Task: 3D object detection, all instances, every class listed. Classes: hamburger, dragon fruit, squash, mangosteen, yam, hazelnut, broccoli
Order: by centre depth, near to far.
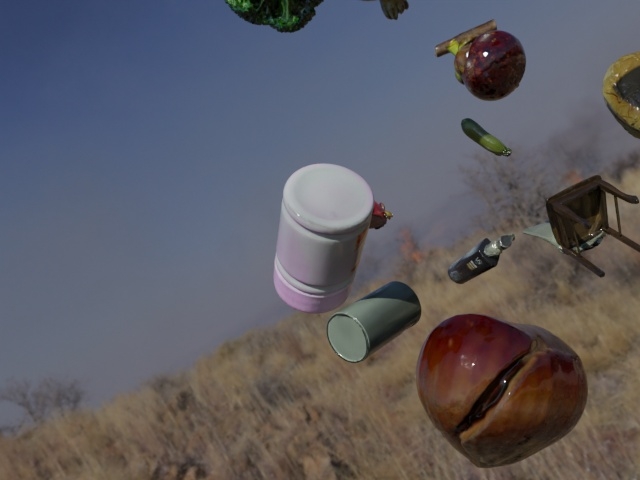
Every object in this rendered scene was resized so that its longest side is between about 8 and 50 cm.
[{"bbox_3d":[0.348,-0.373,1.548,0.181,0.145,0.156,5,-5,33],"label":"mangosteen"},{"bbox_3d":[0.419,0.338,1.664,0.409,0.359,0.359,6,-26,-37],"label":"hazelnut"},{"bbox_3d":[-0.105,-0.638,1.702,0.298,0.297,0.297,-32,18,11],"label":"broccoli"},{"bbox_3d":[0.122,-0.076,1.913,0.112,0.068,0.126,14,-25,-23],"label":"dragon fruit"},{"bbox_3d":[0.877,-0.385,1.946,0.211,0.308,0.132,-22,-24,-13],"label":"hamburger"},{"bbox_3d":[0.505,-0.310,2.201,0.052,0.183,0.052,-54,1,1],"label":"squash"},{"bbox_3d":[0.517,-0.723,2.566,0.241,0.056,0.057,-25,-1,8],"label":"yam"}]

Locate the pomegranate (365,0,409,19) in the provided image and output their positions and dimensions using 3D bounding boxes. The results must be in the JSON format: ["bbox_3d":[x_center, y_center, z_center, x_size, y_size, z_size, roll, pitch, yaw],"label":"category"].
[{"bbox_3d":[0.148,-0.674,1.803,0.202,0.248,0.202,-23,35,17],"label":"pomegranate"}]

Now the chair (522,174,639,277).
[{"bbox_3d":[0.630,-0.059,1.769,0.160,0.186,0.319,-27,28,-6],"label":"chair"}]

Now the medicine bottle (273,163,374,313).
[{"bbox_3d":[0.000,0.000,1.651,0.202,0.202,0.315,-30,-29,-30],"label":"medicine bottle"}]

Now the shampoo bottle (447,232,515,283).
[{"bbox_3d":[0.377,0.040,1.681,0.063,0.057,0.207,-52,4,-33],"label":"shampoo bottle"}]

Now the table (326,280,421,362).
[{"bbox_3d":[0.129,0.190,1.713,0.220,0.126,0.126,-25,-5,-44],"label":"table"}]
